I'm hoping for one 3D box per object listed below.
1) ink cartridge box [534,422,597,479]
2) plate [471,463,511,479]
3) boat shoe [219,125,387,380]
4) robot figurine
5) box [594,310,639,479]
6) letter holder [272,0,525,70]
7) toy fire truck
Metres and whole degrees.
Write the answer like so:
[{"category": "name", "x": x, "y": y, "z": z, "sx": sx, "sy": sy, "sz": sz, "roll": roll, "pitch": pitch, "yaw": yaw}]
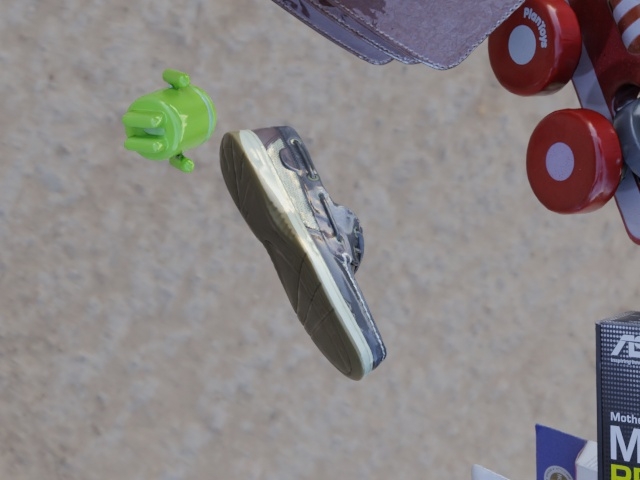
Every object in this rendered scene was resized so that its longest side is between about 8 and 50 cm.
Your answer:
[{"category": "ink cartridge box", "x": 0.353, "y": 0.394, "z": 1.657, "sx": 0.071, "sy": 0.330, "sz": 0.324, "roll": -24, "pitch": 118, "yaw": -44}, {"category": "plate", "x": 0.280, "y": 0.343, "z": 1.467, "sx": 0.045, "sy": 0.278, "sz": 0.277, "roll": -53, "pitch": 144, "yaw": -19}, {"category": "boat shoe", "x": -0.001, "y": 0.000, "z": 1.176, "sx": 0.073, "sy": 0.223, "sz": 0.080, "roll": -22, "pitch": 158, "yaw": -22}, {"category": "robot figurine", "x": -0.148, "y": -0.118, "z": 1.512, "sx": 0.115, "sy": 0.067, "sz": 0.101, "roll": -30, "pitch": 120, "yaw": -57}, {"category": "box", "x": 0.342, "y": 0.172, "z": 1.162, "sx": 0.060, "sy": 0.270, "sz": 0.216, "roll": -12, "pitch": 103, "yaw": -51}, {"category": "letter holder", "x": 0.007, "y": -0.273, "z": 1.354, "sx": 0.302, "sy": 0.152, "sz": 0.214, "roll": 36, "pitch": 117, "yaw": -20}, {"category": "toy fire truck", "x": 0.313, "y": -0.161, "z": 1.419, "sx": 0.169, "sy": 0.254, "sz": 0.302, "roll": -4, "pitch": 69, "yaw": -35}]
